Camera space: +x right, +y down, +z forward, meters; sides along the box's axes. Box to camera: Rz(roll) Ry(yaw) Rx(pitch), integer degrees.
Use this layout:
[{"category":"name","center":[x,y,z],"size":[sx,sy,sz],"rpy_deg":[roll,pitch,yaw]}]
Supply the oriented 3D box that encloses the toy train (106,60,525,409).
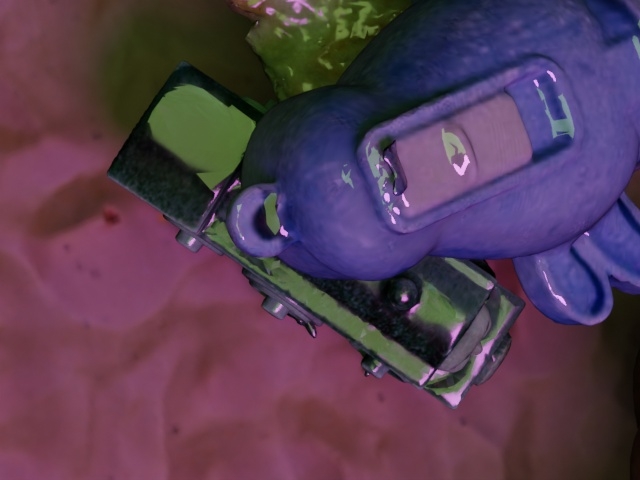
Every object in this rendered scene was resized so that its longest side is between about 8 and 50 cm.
[{"category":"toy train","center":[0.000,0.000,0.759],"size":[0.170,0.111,0.071],"rpy_deg":[35,90,1]}]

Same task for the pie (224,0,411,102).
[{"category":"pie","center":[0.040,-0.137,0.772],"size":[0.201,0.090,0.248],"rpy_deg":[-24,97,-13]}]

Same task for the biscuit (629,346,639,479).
[{"category":"biscuit","center":[0.238,0.081,0.702],"size":[0.257,0.273,0.049],"rpy_deg":[13,125,4]}]

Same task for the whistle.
[{"category":"whistle","center":[0.081,-0.053,0.702],"size":[0.269,0.093,0.180],"rpy_deg":[-23,97,-28]}]
